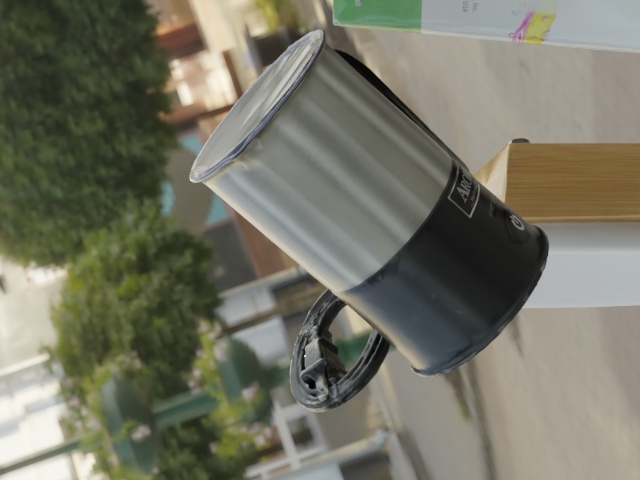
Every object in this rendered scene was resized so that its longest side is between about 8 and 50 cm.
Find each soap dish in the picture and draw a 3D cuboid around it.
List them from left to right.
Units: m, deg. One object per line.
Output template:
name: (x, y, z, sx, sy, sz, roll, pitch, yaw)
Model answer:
soap dish: (0.264, -0.014, 1.374, 0.229, 0.291, 0.118, 132, 134, -66)

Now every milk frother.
milk frother: (0.000, 0.000, 0.619, 0.135, 0.143, 0.129, 41, -169, -14)

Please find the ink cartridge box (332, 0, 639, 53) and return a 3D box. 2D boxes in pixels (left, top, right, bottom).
ink cartridge box: (0.119, -0.183, 0.700, 0.093, 0.212, 0.154, -63, -23, -57)
